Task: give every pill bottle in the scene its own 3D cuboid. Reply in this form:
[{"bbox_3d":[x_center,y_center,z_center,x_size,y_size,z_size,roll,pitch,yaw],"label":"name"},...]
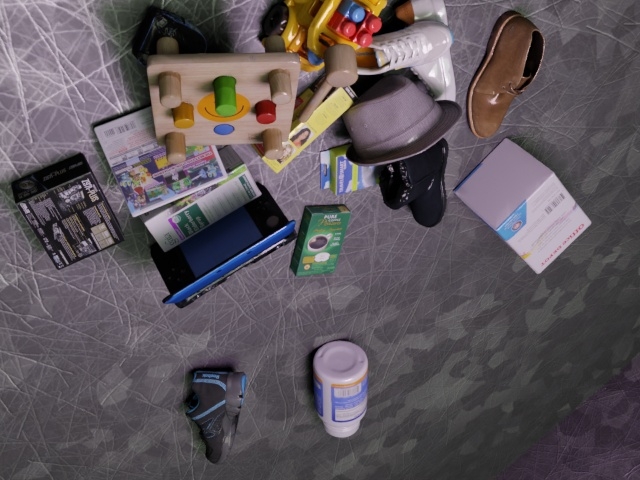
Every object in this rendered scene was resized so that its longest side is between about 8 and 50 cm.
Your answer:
[{"bbox_3d":[0.057,0.426,2.057,0.152,0.152,0.272,-17,132,-18],"label":"pill bottle"}]

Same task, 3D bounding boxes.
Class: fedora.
[{"bbox_3d":[0.146,-0.265,1.525,0.243,0.275,0.124,-41,112,-20],"label":"fedora"}]

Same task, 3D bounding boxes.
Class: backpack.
[{"bbox_3d":[-0.268,-0.353,1.308,0.114,0.084,0.105,17,112,-34],"label":"backpack"}]

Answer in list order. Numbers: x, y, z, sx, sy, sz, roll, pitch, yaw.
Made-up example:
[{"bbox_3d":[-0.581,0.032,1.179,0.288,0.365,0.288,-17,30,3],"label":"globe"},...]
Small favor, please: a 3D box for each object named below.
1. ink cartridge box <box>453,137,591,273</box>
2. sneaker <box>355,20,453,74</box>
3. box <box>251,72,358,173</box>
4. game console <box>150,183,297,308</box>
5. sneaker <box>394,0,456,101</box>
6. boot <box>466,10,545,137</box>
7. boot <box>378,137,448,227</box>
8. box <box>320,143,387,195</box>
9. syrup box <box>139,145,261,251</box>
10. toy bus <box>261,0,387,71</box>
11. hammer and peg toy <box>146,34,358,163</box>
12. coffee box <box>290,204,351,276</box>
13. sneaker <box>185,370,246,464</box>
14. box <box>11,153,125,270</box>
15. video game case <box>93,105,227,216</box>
[{"bbox_3d":[0.528,-0.086,1.902,0.198,0.197,0.270,-46,133,8],"label":"ink cartridge box"},{"bbox_3d":[0.152,-0.376,1.459,0.228,0.092,0.088,-9,118,17],"label":"sneaker"},{"bbox_3d":[-0.036,-0.250,1.525,0.232,0.087,0.058,-41,132,6],"label":"box"},{"bbox_3d":[-0.208,-0.005,1.479,0.293,0.250,0.173,-31,147,-6],"label":"game console"},{"bbox_3d":[0.218,-0.389,1.572,0.123,0.106,0.290,-15,131,4],"label":"sneaker"},{"bbox_3d":[0.426,-0.361,1.690,0.112,0.115,0.305,-9,129,-26],"label":"boot"},{"bbox_3d":[0.214,-0.113,1.720,0.207,0.094,0.247,-31,134,-43],"label":"boot"},{"bbox_3d":[0.088,-0.173,1.687,0.178,0.042,0.109,-17,131,-19],"label":"box"},{"bbox_3d":[-0.255,-0.088,1.515,0.236,0.096,0.093,-32,133,-6],"label":"syrup box"},{"bbox_3d":[0.019,-0.397,1.357,0.149,0.211,0.220,18,115,-40],"label":"toy bus"},{"bbox_3d":[-0.118,-0.243,1.309,0.361,0.128,0.266,-3,156,-10],"label":"hammer and peg toy"},{"bbox_3d":[0.000,0.000,1.769,0.113,0.040,0.184,-5,127,-28],"label":"coffee box"},{"bbox_3d":[-0.283,0.460,1.933,0.139,0.125,0.341,11,125,-4],"label":"sneaker"},{"bbox_3d":[-0.486,-0.054,1.417,0.147,0.077,0.180,-26,133,-11],"label":"box"},{"bbox_3d":[-0.306,-0.167,1.411,0.201,0.023,0.184,-24,100,-13],"label":"video game case"}]
